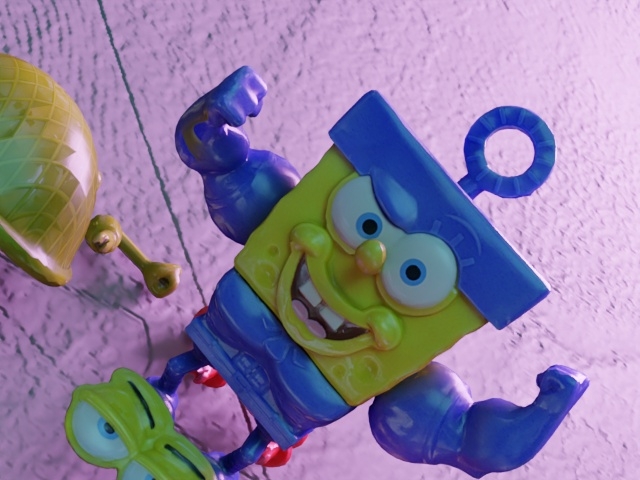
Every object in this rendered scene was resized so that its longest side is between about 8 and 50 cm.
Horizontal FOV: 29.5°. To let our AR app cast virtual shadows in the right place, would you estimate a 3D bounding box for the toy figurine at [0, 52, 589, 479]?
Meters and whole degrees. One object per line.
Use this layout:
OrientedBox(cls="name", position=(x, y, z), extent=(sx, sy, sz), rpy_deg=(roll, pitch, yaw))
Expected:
OrientedBox(cls="toy figurine", position=(0.000, 0.000, 0.539), extent=(0.362, 0.217, 0.191), rpy_deg=(51, 14, 9))
